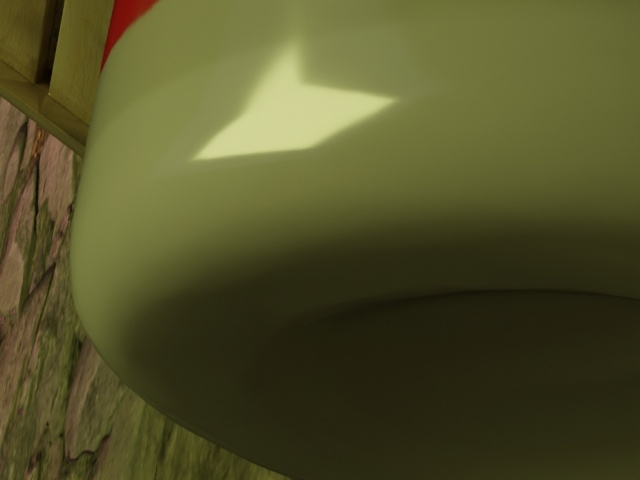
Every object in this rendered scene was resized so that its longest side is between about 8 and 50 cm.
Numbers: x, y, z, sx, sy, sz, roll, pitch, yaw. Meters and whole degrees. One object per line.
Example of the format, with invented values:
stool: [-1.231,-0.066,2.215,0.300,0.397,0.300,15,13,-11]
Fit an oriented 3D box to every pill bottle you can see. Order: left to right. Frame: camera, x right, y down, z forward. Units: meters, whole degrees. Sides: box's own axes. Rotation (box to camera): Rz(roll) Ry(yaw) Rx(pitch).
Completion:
pill bottle: [0.082,-0.147,0.486,0.229,0.229,0.408,139,144,-60]

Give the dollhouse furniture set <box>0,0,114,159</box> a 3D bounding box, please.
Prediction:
dollhouse furniture set: [-0.121,-0.229,1.097,0.174,0.355,0.303,-45,-13,-35]
